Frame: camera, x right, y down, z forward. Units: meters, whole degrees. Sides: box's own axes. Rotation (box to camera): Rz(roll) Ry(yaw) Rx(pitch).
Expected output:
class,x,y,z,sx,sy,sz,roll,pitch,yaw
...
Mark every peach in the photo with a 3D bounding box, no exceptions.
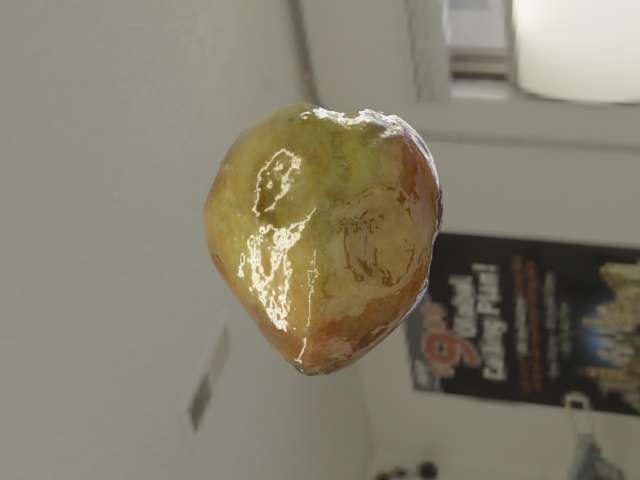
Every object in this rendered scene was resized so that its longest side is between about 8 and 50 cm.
class,x,y,z,sx,sy,sz,roll,pitch,yaw
peach,0.000,0.000,1.222,0.214,0.214,0.235,60,-147,-63
